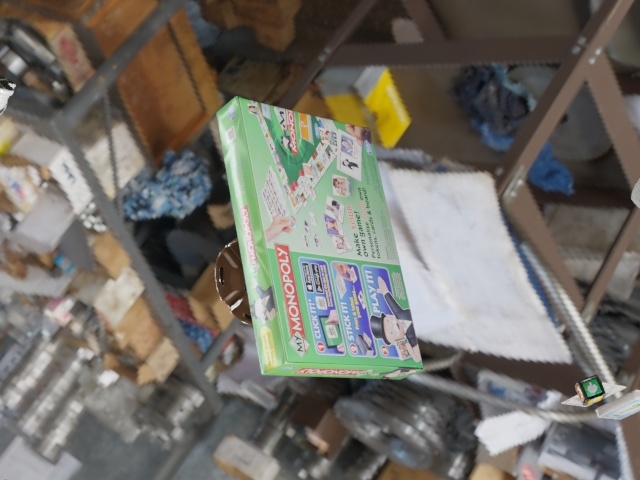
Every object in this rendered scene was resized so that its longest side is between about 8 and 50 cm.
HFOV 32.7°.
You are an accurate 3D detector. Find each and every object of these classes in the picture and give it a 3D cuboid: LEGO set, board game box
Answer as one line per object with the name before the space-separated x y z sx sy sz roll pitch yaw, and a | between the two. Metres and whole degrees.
LEGO set | 0.346 0.147 1.088 0.182 0.060 0.244 -32 154 24
board game box | 0.000 0.000 1.255 0.213 0.317 0.046 8 152 -41

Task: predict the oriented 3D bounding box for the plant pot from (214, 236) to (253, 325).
plant pot | -0.049 0.034 1.500 0.167 0.165 0.167 11 114 27

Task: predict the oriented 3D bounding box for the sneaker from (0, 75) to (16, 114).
sneaker | -0.366 -0.163 1.216 0.040 0.044 0.109 23 -170 -17

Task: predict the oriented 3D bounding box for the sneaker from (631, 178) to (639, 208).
sneaker | 0.311 0.008 0.725 0.095 0.090 0.235 51 179 -30
